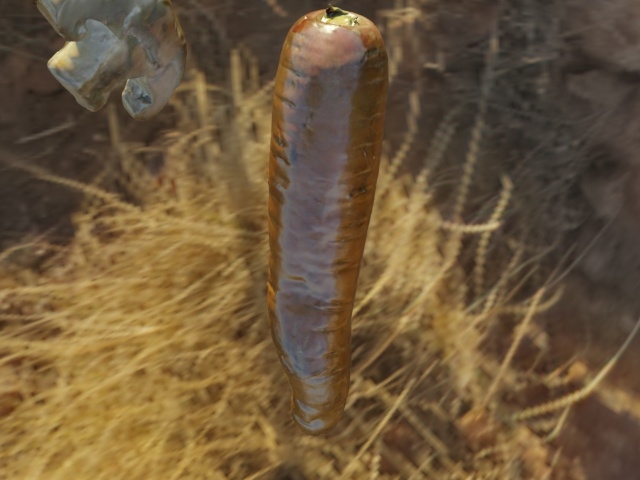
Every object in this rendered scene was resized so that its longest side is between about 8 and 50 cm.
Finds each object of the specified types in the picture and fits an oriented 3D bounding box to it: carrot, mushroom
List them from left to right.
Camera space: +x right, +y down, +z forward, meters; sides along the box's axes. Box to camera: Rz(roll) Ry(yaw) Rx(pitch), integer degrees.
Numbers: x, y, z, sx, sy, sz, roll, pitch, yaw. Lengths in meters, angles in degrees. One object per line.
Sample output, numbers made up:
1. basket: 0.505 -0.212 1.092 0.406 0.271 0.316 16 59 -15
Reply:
1. mushroom: -0.070 -0.068 0.670 0.049 0.101 0.019 -43 66 0
2. carrot: 0.000 0.000 0.976 0.059 0.059 0.248 11 118 13
